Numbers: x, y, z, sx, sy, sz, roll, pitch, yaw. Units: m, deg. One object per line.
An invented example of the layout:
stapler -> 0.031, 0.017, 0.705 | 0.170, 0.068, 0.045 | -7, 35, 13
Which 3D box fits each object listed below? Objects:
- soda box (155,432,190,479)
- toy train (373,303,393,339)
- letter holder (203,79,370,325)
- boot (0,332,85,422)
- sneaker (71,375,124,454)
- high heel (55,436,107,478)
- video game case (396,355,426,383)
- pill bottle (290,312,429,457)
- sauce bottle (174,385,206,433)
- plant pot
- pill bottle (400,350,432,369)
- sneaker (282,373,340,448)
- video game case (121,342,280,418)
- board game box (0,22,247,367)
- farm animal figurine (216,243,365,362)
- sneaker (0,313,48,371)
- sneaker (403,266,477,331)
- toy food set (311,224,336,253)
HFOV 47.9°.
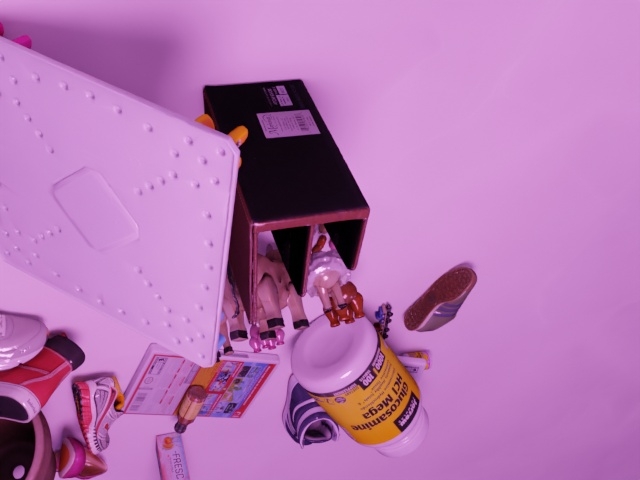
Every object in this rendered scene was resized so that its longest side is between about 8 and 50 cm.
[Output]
soda box -> -0.318, 0.515, 1.575 | 0.058, 0.183, 0.063 | -5, 136, -19
toy train -> 0.130, 0.192, 1.565 | 0.036, 0.027, 0.158 | -1, 135, -7
letter holder -> -0.064, -0.055, 1.029 | 0.152, 0.301, 0.214 | -8, 135, -16
boot -> -0.538, 0.222, 1.263 | 0.245, 0.176, 0.088 | 4, 124, 24
sneaker -> -0.432, 0.350, 1.434 | 0.093, 0.088, 0.225 | -15, 144, -26
high heel -> -0.476, 0.454, 1.473 | 0.117, 0.082, 0.244 | 11, 151, -22
video game case -> 0.129, 0.323, 1.661 | 0.191, 0.022, 0.173 | 7, 131, -8
pill bottle -> 0.097, 0.312, 1.509 | 0.188, 0.188, 0.334 | -31, 126, 9
sauce bottle -> -0.275, 0.355, 1.502 | 0.042, 0.042, 0.128 | 9, 130, -30
plant pot -> -0.601, 0.411, 1.335 | 0.263, 0.263, 0.229 | -19, 156, -5
pill bottle -> 0.215, 0.282, 1.676 | 0.083, 0.043, 0.043 | -4, 134, -20
sneaker -> -0.022, 0.428, 1.639 | 0.099, 0.153, 0.282 | -11, 136, -13
video game case -> -0.252, 0.299, 1.506 | 0.285, 0.025, 0.204 | 11, 127, -31
board game box -> -0.282, -0.049, 0.950 | 0.390, 0.050, 0.389 | 25, 133, 14
farm animal figurine -> -0.103, 0.087, 1.244 | 0.331, 0.172, 0.327 | -17, 167, 3
sneaker -> -0.573, 0.137, 1.157 | 0.263, 0.099, 0.121 | 3, 127, -27
sneaker -> 0.269, 0.130, 1.541 | 0.192, 0.064, 0.086 | -45, 141, 22
toy food set -> 0.000, 0.000, 1.319 | 0.122, 0.019, 0.078 | -26, 137, 3
